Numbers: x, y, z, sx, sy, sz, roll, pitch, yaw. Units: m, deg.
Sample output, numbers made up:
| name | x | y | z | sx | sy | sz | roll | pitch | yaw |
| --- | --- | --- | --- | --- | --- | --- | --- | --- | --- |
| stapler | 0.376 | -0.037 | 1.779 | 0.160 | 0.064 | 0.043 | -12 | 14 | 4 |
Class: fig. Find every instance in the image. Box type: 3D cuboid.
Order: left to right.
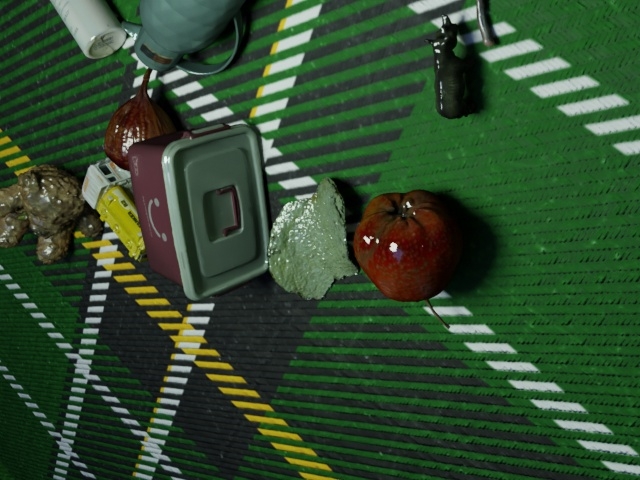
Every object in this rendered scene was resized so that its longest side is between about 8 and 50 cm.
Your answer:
| name | x | y | z | sx | sy | sz | roll | pitch | yaw |
| --- | --- | --- | --- | --- | --- | --- | --- | --- | --- |
| fig | -0.323 | -0.229 | 1.373 | 0.146 | 0.134 | 0.201 | 25 | 115 | 21 |

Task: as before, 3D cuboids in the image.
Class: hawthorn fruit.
| name | x | y | z | sx | sy | sz | roll | pitch | yaw |
| --- | --- | --- | --- | --- | --- | --- | --- | --- | --- |
| hawthorn fruit | 0.132 | 0.030 | 1.076 | 0.163 | 0.162 | 0.203 | 20 | 139 | 35 |

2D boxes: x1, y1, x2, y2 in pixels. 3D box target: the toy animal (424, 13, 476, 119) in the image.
| name | x | y | z | sx | sy | sz | roll | pitch | yaw |
| --- | --- | --- | --- | --- | --- | --- | --- | --- | --- |
| toy animal | 0.169 | -0.226 | 0.970 | 0.047 | 0.065 | 0.135 | 9 | 113 | 39 |

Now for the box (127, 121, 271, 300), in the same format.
| name | x | y | z | sx | sy | sz | roll | pitch | yaw |
| --- | --- | --- | --- | --- | --- | --- | --- | --- | --- |
| box | -0.214 | -0.060 | 1.307 | 0.167 | 0.193 | 0.294 | 16 | 119 | 46 |

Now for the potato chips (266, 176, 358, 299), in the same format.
| name | x | y | z | sx | sy | sz | roll | pitch | yaw |
| --- | --- | --- | --- | --- | --- | --- | --- | --- | --- |
| potato chips | -0.004 | 0.001 | 1.232 | 0.167 | 0.059 | 0.228 | 51 | 129 | 4 |

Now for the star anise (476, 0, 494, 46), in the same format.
| name | x | y | z | sx | sy | sz | roll | pitch | yaw |
| --- | --- | --- | --- | --- | --- | --- | --- | --- | --- |
| star anise | 0.242 | -0.378 | 0.872 | 0.148 | 0.218 | 0.227 | 12 | 164 | 6 |

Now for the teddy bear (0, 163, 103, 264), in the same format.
| name | x | y | z | sx | sy | sz | roll | pitch | yaw |
| --- | --- | --- | --- | --- | --- | --- | --- | --- | --- |
| teddy bear | -0.609 | -0.045 | 1.647 | 0.296 | 0.246 | 0.222 | -60 | 27 | 22 |

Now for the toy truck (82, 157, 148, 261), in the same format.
| name | x | y | z | sx | sy | sz | roll | pitch | yaw |
| --- | --- | --- | --- | --- | --- | --- | --- | --- | --- |
| toy truck | -0.389 | -0.066 | 1.503 | 0.227 | 0.114 | 0.098 | 48 | 133 | 15 |

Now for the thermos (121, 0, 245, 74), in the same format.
| name | x | y | z | sx | sy | sz | roll | pitch | yaw |
| --- | --- | --- | --- | --- | --- | --- | --- | --- | --- |
| thermos | -0.196 | -0.375 | 1.190 | 0.182 | 0.145 | 0.286 | 32 | 139 | -16 |

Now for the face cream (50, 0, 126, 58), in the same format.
| name | x | y | z | sx | sy | sz | roll | pitch | yaw |
| --- | --- | --- | --- | --- | --- | --- | --- | --- | --- |
| face cream | -0.488 | -0.495 | 1.420 | 0.311 | 0.092 | 0.092 | 56 | 134 | 7 |
